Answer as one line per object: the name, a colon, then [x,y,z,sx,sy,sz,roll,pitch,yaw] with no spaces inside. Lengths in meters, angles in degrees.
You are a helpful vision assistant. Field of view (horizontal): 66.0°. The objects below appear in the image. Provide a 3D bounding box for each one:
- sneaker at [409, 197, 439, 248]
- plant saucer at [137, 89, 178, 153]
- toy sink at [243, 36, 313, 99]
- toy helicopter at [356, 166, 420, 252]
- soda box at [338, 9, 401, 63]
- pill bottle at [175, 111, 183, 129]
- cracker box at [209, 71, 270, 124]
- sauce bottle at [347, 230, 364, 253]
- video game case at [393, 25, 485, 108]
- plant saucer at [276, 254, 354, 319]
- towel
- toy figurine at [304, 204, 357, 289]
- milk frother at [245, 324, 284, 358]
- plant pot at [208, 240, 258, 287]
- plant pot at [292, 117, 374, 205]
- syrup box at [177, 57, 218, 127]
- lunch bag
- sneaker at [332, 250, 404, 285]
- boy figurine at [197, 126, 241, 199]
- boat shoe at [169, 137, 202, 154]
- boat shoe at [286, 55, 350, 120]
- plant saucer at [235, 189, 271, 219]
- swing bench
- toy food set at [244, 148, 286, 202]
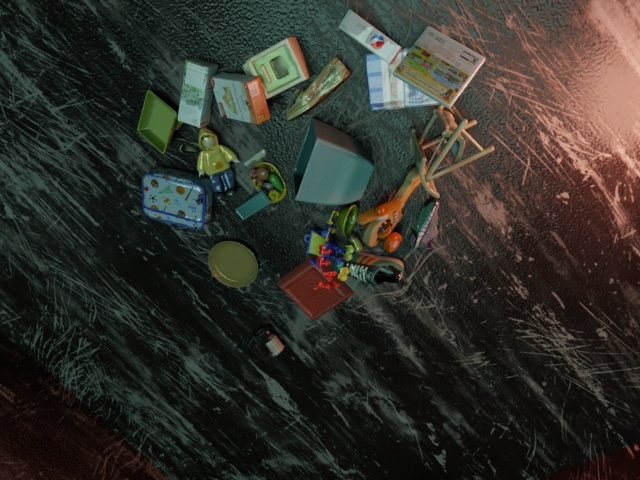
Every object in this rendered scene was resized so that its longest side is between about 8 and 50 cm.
sneaker: [0.435,-0.067,1.946,0.098,0.083,0.223,9,122,-18]
plant saucer: [-0.639,-0.472,1.964,0.188,0.045,0.188,40,121,22]
toy sink: [-0.172,-0.607,1.776,0.234,0.131,0.152,-19,109,21]
toy helicopter: [0.271,-0.129,1.873,0.140,0.235,0.355,39,102,29]
soda box: [0.171,-0.691,1.678,0.216,0.074,0.069,37,113,1]
pill bottle: [-0.577,-0.476,1.979,0.083,0.043,0.043,-39,102,26]
cracker box: [-0.297,-0.523,1.803,0.232,0.067,0.155,23,138,41]
sauce bottle: [0.136,-0.006,2.048,0.042,0.042,0.128,-27,102,23]
video game case: [0.392,-0.577,1.638,0.227,0.026,0.206,36,86,11]
plant saucer: [-0.030,0.221,2.190,0.258,0.047,0.259,-37,102,25]
towel: [0.304,-0.571,1.743,0.285,0.034,0.209,-2,114,14]
toy figurine: [0.000,0.000,2.004,0.217,0.191,0.362,28,116,40]
milk frother: [-0.271,0.489,2.356,0.134,0.129,0.143,55,157,-15]
plant pot: [-0.391,0.103,2.222,0.237,0.032,0.236,5,117,10]
plant pot: [0.053,-0.273,1.836,0.253,0.247,0.247,14,119,-15]
syrup box: [-0.469,-0.563,1.883,0.093,0.096,0.236,19,118,5]
lunch bag: [-0.602,-0.172,2.094,0.304,0.115,0.243,16,120,6]
sneaker: [0.193,0.120,2.050,0.303,0.121,0.108,3,116,12]
boy figurine: [-0.413,-0.318,1.984,0.178,0.092,0.285,-14,115,-6]
boat shoe: [-0.563,-0.383,2.017,0.152,0.049,0.056,8,117,9]
boat shoe: [-0.024,-0.546,1.798,0.285,0.104,0.089,-36,99,14]
plant saucer: [-0.285,-0.143,2.058,0.192,0.018,0.067,-26,108,41]
swing bench: [0.417,-0.326,1.695,0.165,0.253,0.255,37,117,-23]
toy food set: [-0.229,-0.244,1.997,0.128,0.071,0.217,-23,108,21]
